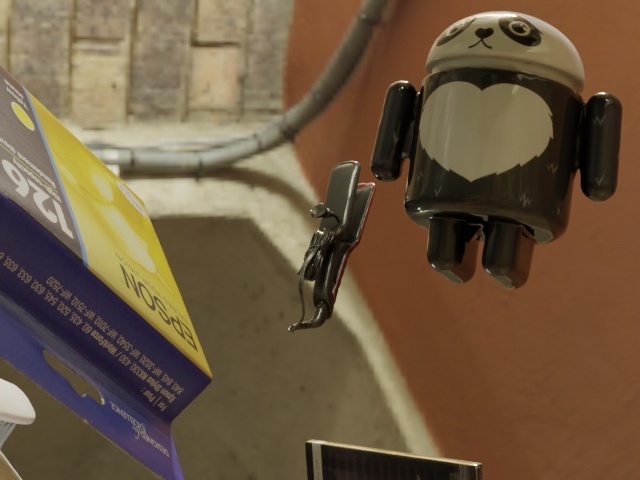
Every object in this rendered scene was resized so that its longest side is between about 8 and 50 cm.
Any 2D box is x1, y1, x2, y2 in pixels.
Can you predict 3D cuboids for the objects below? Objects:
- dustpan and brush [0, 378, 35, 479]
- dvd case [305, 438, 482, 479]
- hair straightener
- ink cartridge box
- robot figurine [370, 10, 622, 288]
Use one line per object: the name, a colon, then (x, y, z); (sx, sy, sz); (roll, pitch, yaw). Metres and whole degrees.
dustpan and brush: (-0.168, 0.069, 0.613); (0.147, 0.060, 0.211); (55, 0, 19)
dvd case: (0.080, 0.307, 1.474); (0.221, 0.018, 0.165); (2, -81, 36)
hair straightener: (0.000, 0.000, 1.507); (0.047, 0.089, 0.230); (-3, -130, 34)
ink cartridge box: (-0.196, 0.008, 1.053); (0.072, 0.303, 0.307); (-34, -130, 4)
robot figurine: (0.177, -0.095, 1.398); (0.173, 0.209, 0.278); (163, -62, -70)
